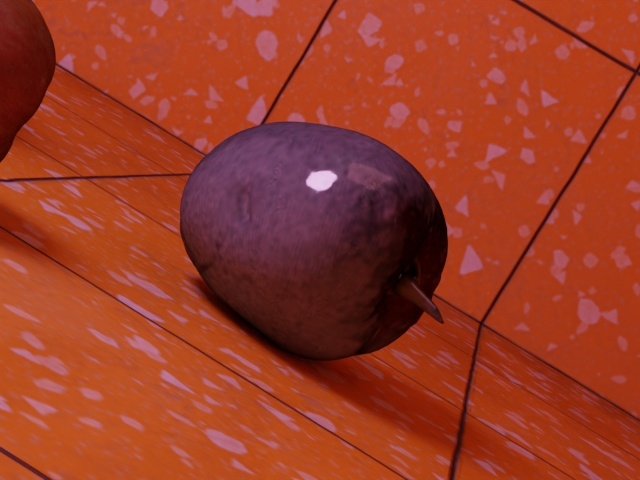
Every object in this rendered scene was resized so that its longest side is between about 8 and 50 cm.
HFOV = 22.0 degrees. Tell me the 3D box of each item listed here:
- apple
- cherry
[{"bbox_3d":[-0.309,-0.142,1.325,0.174,0.188,0.188,34,4,-19],"label":"apple"},{"bbox_3d":[0.000,0.000,1.576,0.296,0.218,0.255,22,1,23],"label":"cherry"}]
